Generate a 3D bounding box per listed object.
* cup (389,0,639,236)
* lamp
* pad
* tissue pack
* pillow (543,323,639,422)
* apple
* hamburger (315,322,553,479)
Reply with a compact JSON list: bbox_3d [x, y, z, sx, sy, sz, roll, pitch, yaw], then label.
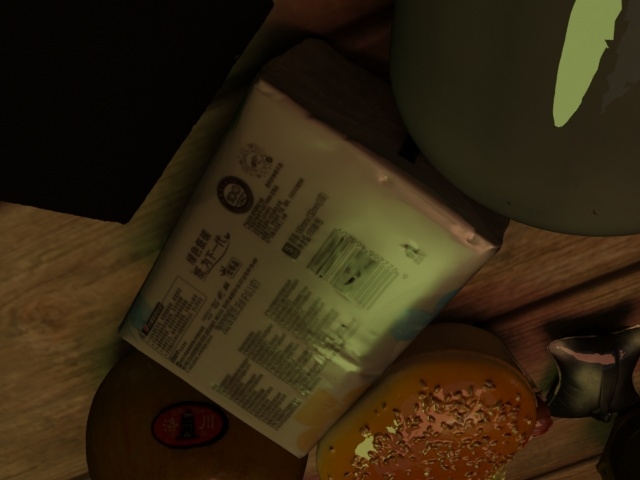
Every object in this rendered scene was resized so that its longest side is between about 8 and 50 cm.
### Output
[{"bbox_3d":[0.135,-0.157,0.340,0.205,0.205,0.312,-5,137,-9],"label":"cup"},{"bbox_3d":[0.387,0.255,0.870,0.161,0.161,0.185,-34,129,21],"label":"lamp"},{"bbox_3d":[-0.196,-0.097,0.427,0.300,0.005,0.202,11,135,-36],"label":"pad"},{"bbox_3d":[0.000,0.000,0.540,0.159,0.145,0.229,34,127,-1],"label":"tissue pack"},{"bbox_3d":[0.255,0.123,0.773,0.091,0.055,0.135,10,139,23],"label":"pillow"},{"bbox_3d":[-0.094,0.156,0.641,0.182,0.155,0.182,-6,144,-5],"label":"apple"},{"bbox_3d":[0.096,0.167,0.734,0.173,0.116,0.210,27,124,-31],"label":"hamburger"}]
